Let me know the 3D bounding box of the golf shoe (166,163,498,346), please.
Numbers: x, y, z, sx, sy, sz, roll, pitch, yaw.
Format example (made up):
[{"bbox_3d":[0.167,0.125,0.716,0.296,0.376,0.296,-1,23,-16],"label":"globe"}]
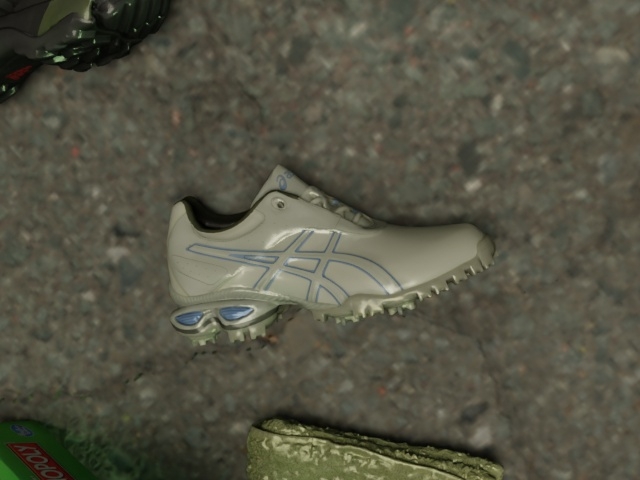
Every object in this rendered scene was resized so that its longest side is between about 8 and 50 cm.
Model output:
[{"bbox_3d":[0.000,0.000,0.494,0.176,0.069,0.086,-10,95,10],"label":"golf shoe"}]

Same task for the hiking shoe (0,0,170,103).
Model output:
[{"bbox_3d":[-0.194,-0.128,0.494,0.227,0.086,0.114,-17,87,7],"label":"hiking shoe"}]

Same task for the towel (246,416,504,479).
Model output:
[{"bbox_3d":[0.026,0.161,0.546,0.148,0.027,0.110,10,105,5],"label":"towel"}]

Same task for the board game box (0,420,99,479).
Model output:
[{"bbox_3d":[-0.152,0.282,0.501,0.213,0.046,0.317,17,99,50],"label":"board game box"}]
